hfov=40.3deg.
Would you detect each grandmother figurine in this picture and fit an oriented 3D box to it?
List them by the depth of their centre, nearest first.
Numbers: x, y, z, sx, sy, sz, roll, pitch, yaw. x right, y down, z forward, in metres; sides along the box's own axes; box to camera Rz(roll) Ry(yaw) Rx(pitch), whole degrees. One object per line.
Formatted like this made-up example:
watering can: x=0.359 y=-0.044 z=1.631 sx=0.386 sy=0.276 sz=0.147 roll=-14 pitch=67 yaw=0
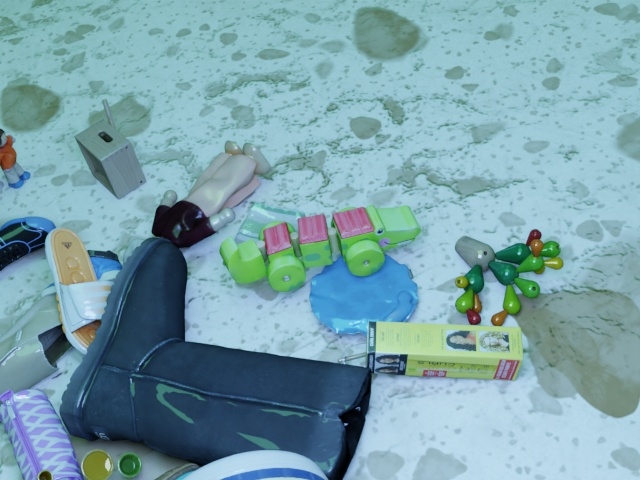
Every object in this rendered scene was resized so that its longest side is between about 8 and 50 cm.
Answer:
grandmother figurine: x=-0.235 y=-0.047 z=1.632 sx=0.207 sy=0.104 sz=0.342 roll=4 pitch=46 yaw=52

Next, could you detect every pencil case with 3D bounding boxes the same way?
pencil case: x=-0.433 y=0.317 z=1.343 sx=0.086 sy=0.088 sz=0.206 roll=-36 pitch=52 yaw=-9

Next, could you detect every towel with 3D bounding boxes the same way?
towel: x=-0.104 y=-0.006 z=1.611 sx=0.113 sy=0.023 sz=0.152 roll=10 pitch=51 yaw=20

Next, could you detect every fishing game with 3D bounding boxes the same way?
fishing game: x=0.074 y=0.093 z=1.477 sx=0.189 sy=0.041 sz=0.264 roll=-16 pitch=47 yaw=-9

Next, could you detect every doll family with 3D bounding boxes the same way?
doll family: x=-0.698 y=-0.119 z=1.737 sx=0.118 sy=0.163 sz=0.263 roll=0 pitch=49 yaw=12

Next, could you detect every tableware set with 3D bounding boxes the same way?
tableware set: x=-0.333 y=0.354 z=1.263 sx=0.154 sy=0.024 sz=0.104 roll=8 pitch=64 yaw=-27

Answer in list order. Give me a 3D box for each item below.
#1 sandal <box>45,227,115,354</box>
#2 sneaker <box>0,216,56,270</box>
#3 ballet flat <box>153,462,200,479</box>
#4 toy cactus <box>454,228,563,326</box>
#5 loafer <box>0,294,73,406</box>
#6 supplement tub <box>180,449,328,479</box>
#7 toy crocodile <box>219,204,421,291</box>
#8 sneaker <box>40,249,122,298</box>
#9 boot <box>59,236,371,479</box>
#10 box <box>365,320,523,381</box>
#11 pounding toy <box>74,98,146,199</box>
sandal: x=-0.401 y=0.078 z=1.489 sx=0.102 sy=0.076 sz=0.265 roll=-5 pitch=62 yaw=-47
sneaker: x=-0.612 y=0.028 z=1.651 sx=0.232 sy=0.081 sz=0.091 roll=-17 pitch=50 yaw=5
ballet flat: x=-0.280 y=0.452 z=1.194 sx=0.124 sy=0.116 sz=0.342 roll=-1 pitch=50 yaw=36
toy cactus: x=0.288 y=0.042 z=1.448 sx=0.219 sy=0.112 sz=0.180 roll=-39 pitch=42 yaw=-11
loafer: x=-0.494 y=0.200 z=1.452 sx=0.092 sy=0.102 sz=0.269 roll=11 pitch=51 yaw=28
supplement tub: x=-0.061 y=0.447 z=1.050 sx=0.235 sy=0.235 sz=0.325 roll=-18 pitch=47 yaw=-5
toy crocodile: x=0.000 y=0.000 z=1.476 sx=0.340 sy=0.105 sz=0.115 roll=-12 pitch=46 yaw=-3
sneaker: x=-0.437 y=0.064 z=1.590 sx=0.152 sy=0.058 sz=0.085 roll=-18 pitch=53 yaw=-10
boot: x=-0.132 y=0.181 z=1.360 sx=0.445 sy=0.146 sz=0.367 roll=6 pitch=60 yaw=22
box: x=0.185 y=0.169 z=1.331 sx=0.232 sy=0.087 sz=0.058 roll=2 pitch=58 yaw=2
pounding toy: x=-0.423 y=-0.186 z=1.765 sx=0.100 sy=0.130 sz=0.141 roll=-36 pitch=51 yaw=-20
